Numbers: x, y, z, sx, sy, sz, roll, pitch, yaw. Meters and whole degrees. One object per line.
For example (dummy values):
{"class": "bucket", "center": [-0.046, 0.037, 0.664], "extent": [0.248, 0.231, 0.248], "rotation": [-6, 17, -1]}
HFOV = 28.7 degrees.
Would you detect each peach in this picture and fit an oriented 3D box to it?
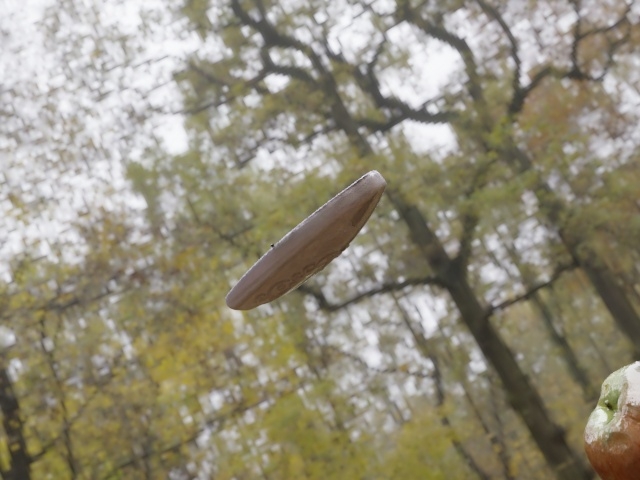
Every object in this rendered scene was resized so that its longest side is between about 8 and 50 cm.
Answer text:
{"class": "peach", "center": [0.506, 0.279, 1.789], "extent": [0.235, 0.214, 0.214], "rotation": [20, -38, -13]}

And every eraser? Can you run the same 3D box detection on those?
{"class": "eraser", "center": [0.001, 0.001, 1.656], "extent": [0.243, 0.059, 0.204], "rotation": [-41, -6, 24]}
